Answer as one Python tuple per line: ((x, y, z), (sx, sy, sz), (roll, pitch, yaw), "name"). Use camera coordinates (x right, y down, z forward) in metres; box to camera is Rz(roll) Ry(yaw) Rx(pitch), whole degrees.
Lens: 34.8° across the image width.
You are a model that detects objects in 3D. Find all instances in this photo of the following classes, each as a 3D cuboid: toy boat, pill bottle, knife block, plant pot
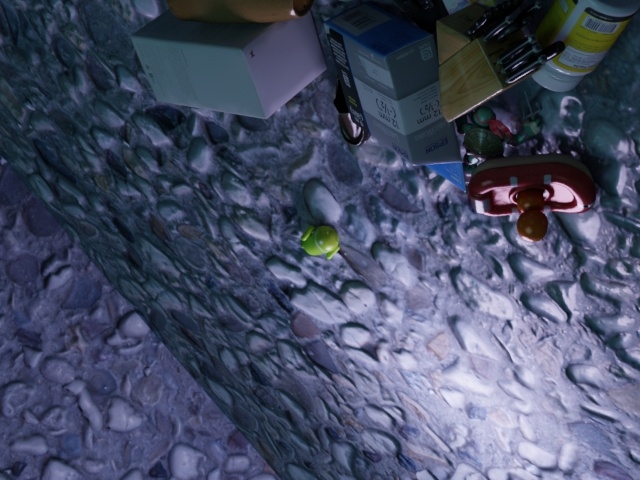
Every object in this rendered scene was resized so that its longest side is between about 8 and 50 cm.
((0.392, -0.068, 1.888), (0.231, 0.151, 0.151), (-5, 154, 11), "toy boat")
((0.419, -0.343, 1.651), (0.119, 0.119, 0.208), (40, 147, 9), "pill bottle")
((0.301, -0.282, 1.697), (0.242, 0.088, 0.275), (44, 153, 41), "knife block")
((-0.140, -0.524, 2.009), (0.254, 0.237, 0.237), (18, 139, 19), "plant pot")

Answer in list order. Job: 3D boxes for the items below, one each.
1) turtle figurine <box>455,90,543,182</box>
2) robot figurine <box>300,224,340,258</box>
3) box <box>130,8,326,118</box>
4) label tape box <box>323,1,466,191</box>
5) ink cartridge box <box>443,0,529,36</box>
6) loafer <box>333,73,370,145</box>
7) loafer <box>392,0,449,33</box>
((0.317, -0.198, 1.935), (0.175, 0.118, 0.234), (28, 149, 25), "turtle figurine")
((0.000, 0.000, 2.537), (0.101, 0.067, 0.115), (39, 151, -24), "robot figurine")
((-0.197, -0.403, 2.184), (0.345, 0.215, 0.168), (15, 137, 39), "box")
((0.146, -0.259, 1.978), (0.249, 0.115, 0.347), (44, 156, 52), "label tape box")
((0.279, -0.414, 1.781), (0.104, 0.061, 0.181), (-2, 125, 50), "ink cartridge box")
((0.058, -0.284, 2.153), (0.080, 0.078, 0.220), (24, 141, 30), "loafer")
((0.131, -0.495, 1.826), (0.109, 0.095, 0.302), (-2, 124, 49), "loafer")
